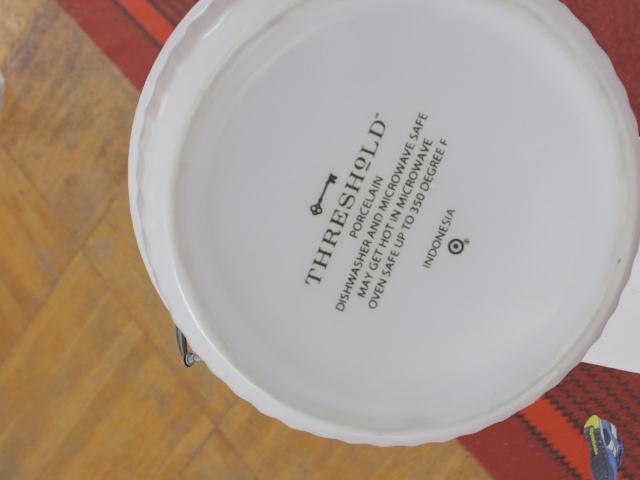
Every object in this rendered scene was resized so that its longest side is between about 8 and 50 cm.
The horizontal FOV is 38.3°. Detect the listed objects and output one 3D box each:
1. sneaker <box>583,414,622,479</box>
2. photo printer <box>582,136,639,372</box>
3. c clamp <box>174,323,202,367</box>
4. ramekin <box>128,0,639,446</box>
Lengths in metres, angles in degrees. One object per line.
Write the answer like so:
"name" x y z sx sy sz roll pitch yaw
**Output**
"sneaker" 0.512 0.380 1.634 0.053 0.059 0.144 -52 23 44
"photo printer" 0.437 0.021 1.212 0.256 0.107 0.308 12 100 5
"c clamp" -0.158 0.153 1.364 0.160 0.022 0.137 -5 83 35
"ramekin" 0.033 -0.023 0.465 0.272 0.127 0.273 -1 100 -5
